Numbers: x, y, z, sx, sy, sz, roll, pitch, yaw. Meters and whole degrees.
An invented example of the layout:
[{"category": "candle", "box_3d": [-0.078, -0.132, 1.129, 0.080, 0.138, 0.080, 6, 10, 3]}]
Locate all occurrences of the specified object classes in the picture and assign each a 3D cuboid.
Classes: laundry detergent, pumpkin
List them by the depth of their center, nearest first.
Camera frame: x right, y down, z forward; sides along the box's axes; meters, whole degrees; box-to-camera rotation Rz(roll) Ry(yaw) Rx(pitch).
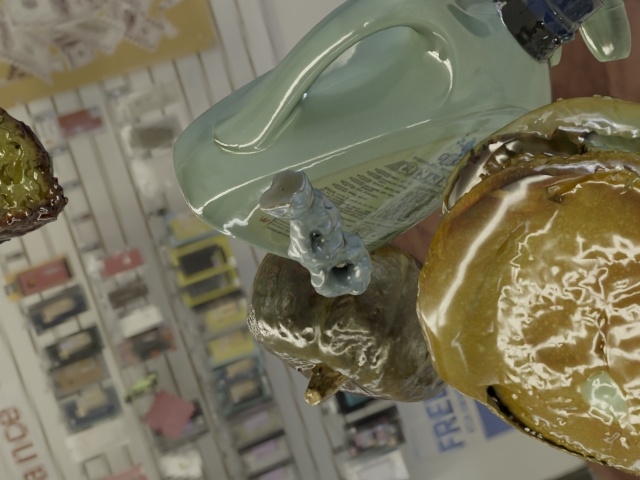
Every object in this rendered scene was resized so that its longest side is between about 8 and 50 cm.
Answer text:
[{"category": "laundry detergent", "box_3d": [0.056, -0.096, 0.792, 0.280, 0.214, 0.105, -35, 58, 32]}, {"category": "pumpkin", "box_3d": [0.030, 0.084, 1.110, 0.219, 0.219, 0.162, 113, 180, -74]}]

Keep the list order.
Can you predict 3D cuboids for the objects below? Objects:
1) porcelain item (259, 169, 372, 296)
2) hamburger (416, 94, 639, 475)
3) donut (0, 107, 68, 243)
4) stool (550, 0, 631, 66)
[{"category": "porcelain item", "box_3d": [0.000, 0.000, 0.590, 0.028, 0.036, 0.083, 42, 173, 48]}, {"category": "hamburger", "box_3d": [0.139, 0.016, 0.530, 0.177, 0.185, 0.113, 52, -147, -5]}, {"category": "donut", "box_3d": [-0.278, -0.035, 0.714, 0.230, 0.216, 0.096, -1, -104, -65]}, {"category": "stool", "box_3d": [0.176, -0.255, 1.152, 0.195, 0.195, 0.199, -158, 55, -71]}]
